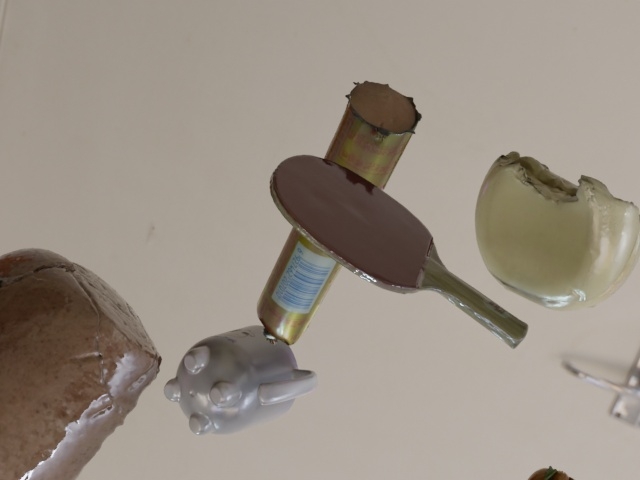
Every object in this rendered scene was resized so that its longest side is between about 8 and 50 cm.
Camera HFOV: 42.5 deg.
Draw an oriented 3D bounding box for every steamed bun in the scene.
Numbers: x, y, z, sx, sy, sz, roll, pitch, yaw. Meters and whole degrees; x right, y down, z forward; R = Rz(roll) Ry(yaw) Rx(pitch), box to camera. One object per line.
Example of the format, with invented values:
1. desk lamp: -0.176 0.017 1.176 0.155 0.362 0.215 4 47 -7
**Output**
1. steamed bun: -0.328 0.121 0.854 0.301 0.252 0.199 15 153 51

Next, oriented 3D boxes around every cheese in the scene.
1. cheese: 0.360 -0.022 1.267 0.266 0.233 0.127 29 -143 36

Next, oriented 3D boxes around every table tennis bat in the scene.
1. table tennis bat: 0.065 0.010 0.680 0.246 0.022 0.138 35 -149 2

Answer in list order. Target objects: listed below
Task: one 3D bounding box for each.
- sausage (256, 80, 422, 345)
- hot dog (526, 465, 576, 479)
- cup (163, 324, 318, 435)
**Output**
1. sausage: 0.000 0.000 0.896 0.082 0.372 0.082 15 -139 -13
2. hot dog: 0.336 0.471 1.240 0.104 0.250 0.076 16 159 15
3. cup: -0.107 0.197 1.079 0.173 0.134 0.142 31 -161 27
